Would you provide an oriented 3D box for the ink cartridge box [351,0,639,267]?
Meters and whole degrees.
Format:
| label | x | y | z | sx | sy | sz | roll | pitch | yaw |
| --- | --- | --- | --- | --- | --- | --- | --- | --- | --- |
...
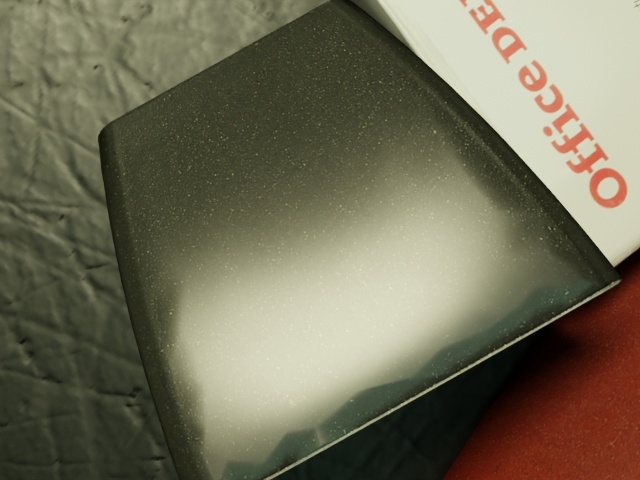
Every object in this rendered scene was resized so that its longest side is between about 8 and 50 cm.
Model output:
| label | x | y | z | sx | sy | sz | roll | pitch | yaw |
| --- | --- | --- | --- | --- | --- | --- | --- | --- | --- |
| ink cartridge box | 0.170 | -0.149 | 0.453 | 0.283 | 0.117 | 0.207 | -38 | 95 | 0 |

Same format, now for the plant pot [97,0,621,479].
| label | x | y | z | sx | sy | sz | roll | pitch | yaw |
| --- | --- | --- | --- | --- | --- | --- | --- | --- | --- |
| plant pot | 0.000 | 0.000 | 0.434 | 0.187 | 0.188 | 0.167 | -29 | 82 | 0 |

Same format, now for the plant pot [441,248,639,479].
| label | x | y | z | sx | sy | sz | roll | pitch | yaw |
| --- | --- | --- | --- | --- | --- | --- | --- | --- | --- |
| plant pot | 0.236 | 0.108 | 0.416 | 0.267 | 0.267 | 0.235 | 27 | 80 | -4 |
